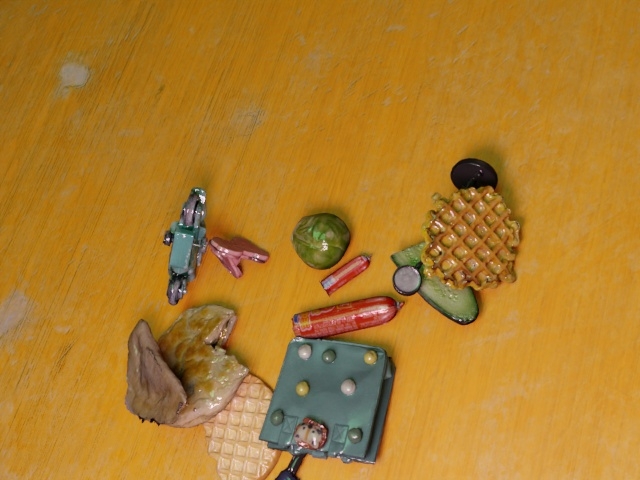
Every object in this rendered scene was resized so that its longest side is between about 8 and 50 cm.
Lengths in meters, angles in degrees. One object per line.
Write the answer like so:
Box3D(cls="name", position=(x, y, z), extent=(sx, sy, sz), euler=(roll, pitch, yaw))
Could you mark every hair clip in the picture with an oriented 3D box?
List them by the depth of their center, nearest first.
Box3D(cls="hair clip", position=(-0.216, 0.023, 2.120), extent=(0.123, 0.138, 0.102), euler=(31, 75, 40))

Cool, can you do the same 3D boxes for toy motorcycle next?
Box3D(cls="toy motorcycle", position=(-0.340, 0.011, 2.149), extent=(0.109, 0.198, 0.297), euler=(13, 109, -2))

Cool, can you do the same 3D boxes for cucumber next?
Box3D(cls="cucumber", position=(0.272, 0.108, 1.903), extent=(0.115, 0.063, 0.244), euler=(-28, 54, -11))

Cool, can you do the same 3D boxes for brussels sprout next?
Box3D(cls="brussels sprout", position=(0.000, -0.002, 2.049), extent=(0.155, 0.117, 0.155), euler=(-5, 71, 14))

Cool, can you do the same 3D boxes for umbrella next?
Box3D(cls="umbrella", position=(-0.088, 0.558, 1.838), extent=(0.071, 0.071, 0.248), euler=(14, 66, 29))

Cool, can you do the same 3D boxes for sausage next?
Box3D(cls="sausage", position=(0.069, 0.180, 1.950), extent=(0.274, 0.074, 0.074), euler=(-13, 60, 16))
Box3D(cls="sausage", position=(0.066, 0.078, 2.024), extent=(0.145, 0.050, 0.048), euler=(-36, 83, 2))

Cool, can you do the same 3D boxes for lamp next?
Box3D(cls="lamp", position=(0.287, -0.018, 1.932), extent=(0.130, 0.108, 0.371), euler=(26, 76, 4))

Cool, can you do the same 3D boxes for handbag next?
Box3D(cls="handbag", position=(0.019, 0.348, 1.849), extent=(0.268, 0.100, 0.274), euler=(5, 57, 25))

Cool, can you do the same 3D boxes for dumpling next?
Box3D(cls="dumpling", position=(-0.386, 0.337, 1.949), extent=(0.166, 0.086, 0.332), euler=(-60, 38, 17))

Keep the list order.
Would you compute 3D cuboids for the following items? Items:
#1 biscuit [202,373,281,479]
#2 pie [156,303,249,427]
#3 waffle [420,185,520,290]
Box3D(cls="biscuit", position=(-0.184, 0.433, 1.951), extent=(0.204, 0.040, 0.309), euler=(-27, 57, 9))
Box3D(cls="pie", position=(-0.314, 0.313, 2.018), extent=(0.337, 0.075, 0.338), euler=(-22, 48, 26))
Box3D(cls="waffle", position=(0.340, -0.005, 1.863), extent=(0.243, 0.059, 0.238), euler=(0, 78, -15))
